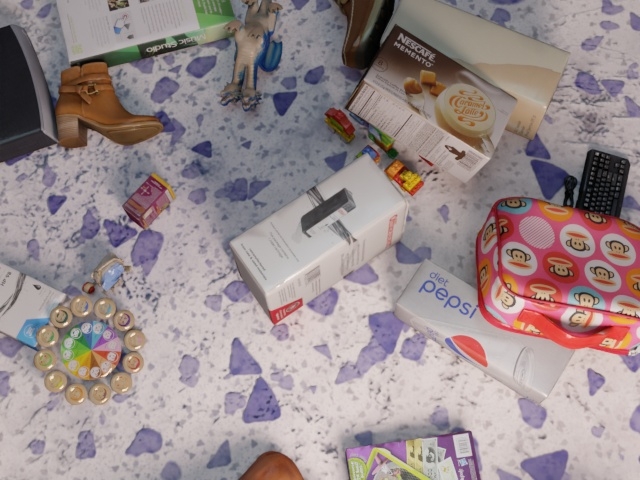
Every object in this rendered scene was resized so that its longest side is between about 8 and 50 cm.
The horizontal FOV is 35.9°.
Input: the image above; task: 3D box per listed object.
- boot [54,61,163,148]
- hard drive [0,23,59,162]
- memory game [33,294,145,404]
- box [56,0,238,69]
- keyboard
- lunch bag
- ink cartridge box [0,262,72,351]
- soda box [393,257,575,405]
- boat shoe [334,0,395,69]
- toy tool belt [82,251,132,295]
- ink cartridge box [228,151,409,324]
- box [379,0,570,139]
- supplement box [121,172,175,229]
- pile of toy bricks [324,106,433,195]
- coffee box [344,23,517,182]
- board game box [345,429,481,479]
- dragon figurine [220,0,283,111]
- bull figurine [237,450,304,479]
[{"bbox_3d":[-0.385,-0.252,1.789,0.197,0.073,0.152,-4,69,-1],"label":"boot"},{"bbox_3d":[-0.589,-0.270,1.808,0.172,0.054,0.254,-19,72,-5],"label":"hard drive"},{"bbox_3d":[-0.382,0.183,1.642,0.186,0.012,0.186,3,81,-17],"label":"memory game"},{"bbox_3d":[-0.335,-0.459,1.866,0.322,0.058,0.232,-15,72,-2],"label":"box"},{"bbox_3d":[0.478,-0.075,1.737,0.108,0.023,0.180,15,72,6],"label":"keyboard"},{"bbox_3d":[0.399,0.068,1.581,0.293,0.120,0.258,13,46,-7],"label":"lunch bag"},{"bbox_3d":[-0.529,0.105,1.677,0.180,0.060,0.104,24,75,9],"label":"ink cartridge box"},{"bbox_3d":[0.265,0.151,1.628,0.286,0.091,0.098,32,75,11],"label":"soda box"},{"bbox_3d":[0.079,-0.462,1.834,0.120,0.122,0.324,11,64,10],"label":"boat shoe"},{"bbox_3d":[-0.364,0.066,1.692,0.051,0.052,0.083,32,75,20],"label":"toy tool belt"},{"bbox_3d":[0.000,0.000,1.629,0.273,0.197,0.114,-33,74,-9],"label":"ink cartridge box"},{"bbox_3d":[0.267,-0.312,1.757,0.311,0.148,0.121,23,74,10],"label":"box"},{"bbox_3d":[-0.301,-0.069,1.734,0.043,0.055,0.083,37,75,14],"label":"supplement box"},{"bbox_3d":[0.114,-0.188,1.738,0.212,0.105,0.118,42,77,13],"label":"pile of toy bricks"},{"bbox_3d":[0.186,-0.229,1.662,0.246,0.098,0.141,32,61,-4],"label":"coffee box"},{"bbox_3d":[0.165,0.485,1.544,0.208,0.056,0.346,-6,71,-5],"label":"board game box"},{"bbox_3d":[-0.116,-0.366,1.813,0.085,0.144,0.289,14,53,8],"label":"dragon figurine"},{"bbox_3d":[-0.115,0.452,1.491,0.188,0.101,0.310,41,53,10],"label":"bull figurine"}]
